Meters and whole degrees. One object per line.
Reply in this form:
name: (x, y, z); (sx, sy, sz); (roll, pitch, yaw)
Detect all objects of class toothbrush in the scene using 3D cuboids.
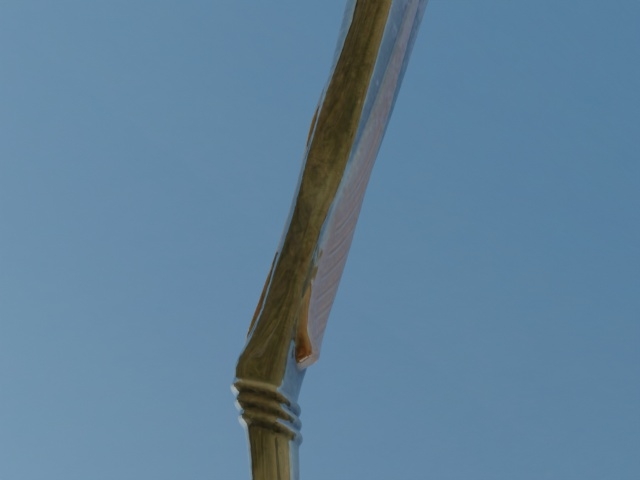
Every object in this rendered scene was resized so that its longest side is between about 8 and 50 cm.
toothbrush: (0.000, 0.000, 0.501); (0.037, 0.028, 0.375); (7, -113, 21)
